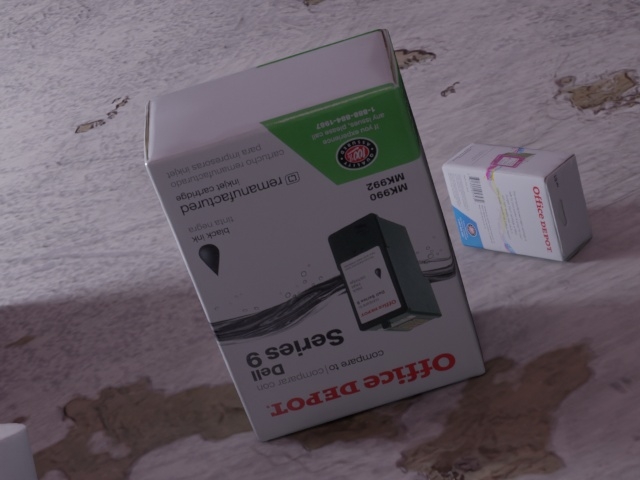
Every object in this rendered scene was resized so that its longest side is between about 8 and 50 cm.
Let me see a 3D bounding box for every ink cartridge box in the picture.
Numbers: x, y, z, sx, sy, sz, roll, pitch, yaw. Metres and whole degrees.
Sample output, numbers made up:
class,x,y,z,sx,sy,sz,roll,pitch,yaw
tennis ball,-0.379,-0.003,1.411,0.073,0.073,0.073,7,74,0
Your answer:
class,x,y,z,sx,sy,sz,roll,pitch,yaw
ink cartridge box,0.182,-0.036,1.586,0.122,0.089,0.052,11,37,44
ink cartridge box,0.000,0.000,1.425,0.211,0.289,0.121,-17,30,5

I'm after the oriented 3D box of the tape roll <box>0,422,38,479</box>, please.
class,x,y,z,sx,sy,sz,roll,pitch,yaw
tape roll,-0.356,0.222,1.330,0.286,0.100,0.286,-11,1,0
